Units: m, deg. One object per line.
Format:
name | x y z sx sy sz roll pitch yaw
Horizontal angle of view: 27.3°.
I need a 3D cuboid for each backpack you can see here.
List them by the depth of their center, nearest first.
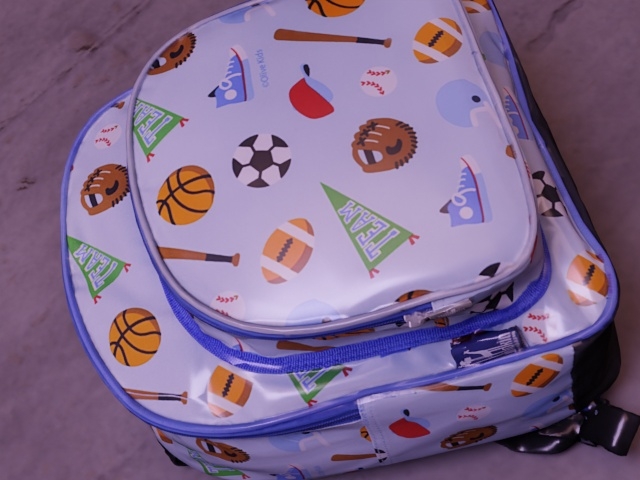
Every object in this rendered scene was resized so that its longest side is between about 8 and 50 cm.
backpack | 0.000 0.000 0.685 0.263 0.213 0.276 -22 57 9
